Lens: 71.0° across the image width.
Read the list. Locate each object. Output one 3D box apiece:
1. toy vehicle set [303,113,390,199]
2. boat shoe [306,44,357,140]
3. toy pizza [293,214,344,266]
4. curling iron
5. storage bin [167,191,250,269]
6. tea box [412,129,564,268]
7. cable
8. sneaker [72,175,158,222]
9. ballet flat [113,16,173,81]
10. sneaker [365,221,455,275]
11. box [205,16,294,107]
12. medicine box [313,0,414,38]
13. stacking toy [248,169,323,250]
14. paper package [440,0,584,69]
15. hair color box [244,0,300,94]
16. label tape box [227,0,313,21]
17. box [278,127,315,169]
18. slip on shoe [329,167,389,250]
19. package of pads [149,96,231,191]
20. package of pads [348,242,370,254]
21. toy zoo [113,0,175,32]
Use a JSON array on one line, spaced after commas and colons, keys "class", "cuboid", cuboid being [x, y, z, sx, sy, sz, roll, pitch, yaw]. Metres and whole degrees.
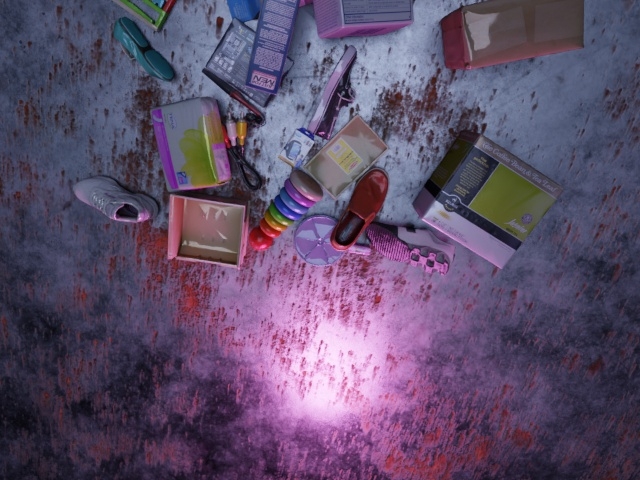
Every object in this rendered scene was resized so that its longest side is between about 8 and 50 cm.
[{"class": "toy vehicle set", "cuboid": [0.090, -0.293, 1.579, 0.267, 0.035, 0.166, -42, 101, 14]}, {"class": "boat shoe", "cuboid": [0.062, -0.479, 1.483, 0.105, 0.113, 0.306, 25, 109, -7]}, {"class": "toy pizza", "cuboid": [0.000, 0.000, 1.677, 0.201, 0.032, 0.201, 0, 107, 1]}, {"class": "curling iron", "cuboid": [-0.300, -0.488, 1.538, 0.274, 0.035, 0.068, 43, 104, -10]}, {"class": "storage bin", "cuboid": [-0.405, -0.034, 1.638, 0.262, 0.123, 0.260, 8, 107, 0]}, {"class": "tea box", "cuboid": [0.544, -0.145, 1.507, 0.329, 0.220, 0.323, 31, 107, -7]}, {"class": "cable", "cuboid": [-0.299, -0.303, 1.577, 0.140, 0.072, 0.287, -8, 107, 11]}, {"class": "sneaker", "cuboid": [-0.748, -0.146, 1.606, 0.305, 0.152, 0.114, 17, 109, -1]}, {"class": "ballet flat", "cuboid": [-0.593, -0.618, 1.499, 0.087, 0.083, 0.247, -30, 105, 36]}, {"class": "sneaker", "cuboid": [0.327, 0.006, 1.631, 0.331, 0.146, 0.122, 26, 135, 17]}, {"class": "box", "cuboid": [-0.231, -0.582, 1.479, 0.233, 0.059, 0.183, 32, 107, -16]}, {"class": "medicine box", "cuboid": [0.117, -0.767, 1.315, 0.264, 0.149, 0.289, -17, 108, -27]}, {"class": "stacking toy", "cuboid": [-0.142, -0.093, 1.617, 0.141, 0.141, 0.330, 40, 112, -9]}, {"class": "paper package", "cuboid": [0.544, -0.615, 1.314, 0.325, 0.309, 0.168, -9, 111, 6]}, {"class": "hair color box", "cuboid": [-0.133, -0.629, 1.321, 0.105, 0.174, 0.347, 13, 119, -12]}, {"class": "label tape box", "cuboid": [-0.157, -0.841, 1.385, 0.334, 0.106, 0.240, -13, 106, 7]}, {"class": "box", "cuboid": [-0.080, -0.328, 1.581, 0.081, 0.028, 0.136, 33, 108, -7]}, {"class": "slip on shoe", "cuboid": [0.142, -0.107, 1.585, 0.123, 0.101, 0.331, 32, 93, -1]}, {"class": "package of pads", "cuboid": [-0.436, -0.323, 1.524, 0.229, 0.101, 0.296, -4, 104, 23]}, {"class": "package of pads", "cuboid": [0.144, 0.030, 1.669, 0.083, 0.050, 0.032, 7, 102, 1]}, {"class": "toy zoo", "cuboid": [-0.535, -0.857, 1.437, 0.192, 0.030, 0.293, 35, 106, -8]}]
